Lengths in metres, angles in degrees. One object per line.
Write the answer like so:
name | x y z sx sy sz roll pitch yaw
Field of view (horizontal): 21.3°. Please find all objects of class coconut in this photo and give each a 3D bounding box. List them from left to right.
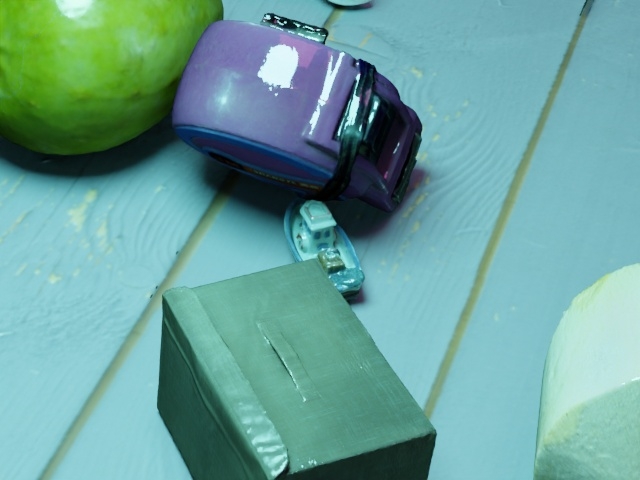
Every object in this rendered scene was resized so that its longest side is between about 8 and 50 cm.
coconut | 0.296 0.157 1.417 0.239 0.239 0.244 10 40 3

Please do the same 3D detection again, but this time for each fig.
fig | -0.231 -0.221 1.786 0.258 0.258 0.326 30 26 25

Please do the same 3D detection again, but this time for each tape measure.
tape measure | -0.025 -0.129 1.719 0.231 0.245 0.149 20 83 13

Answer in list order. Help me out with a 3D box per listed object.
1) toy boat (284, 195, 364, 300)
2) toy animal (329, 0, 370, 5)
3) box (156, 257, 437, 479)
toy boat | 0.000 0.000 1.684 0.059 0.066 0.140 -12 42 -17
toy animal | -0.023 -0.356 2.073 0.127 0.131 0.181 -21 53 0
box | -0.028 0.149 1.431 0.149 0.155 0.231 -13 42 -23
